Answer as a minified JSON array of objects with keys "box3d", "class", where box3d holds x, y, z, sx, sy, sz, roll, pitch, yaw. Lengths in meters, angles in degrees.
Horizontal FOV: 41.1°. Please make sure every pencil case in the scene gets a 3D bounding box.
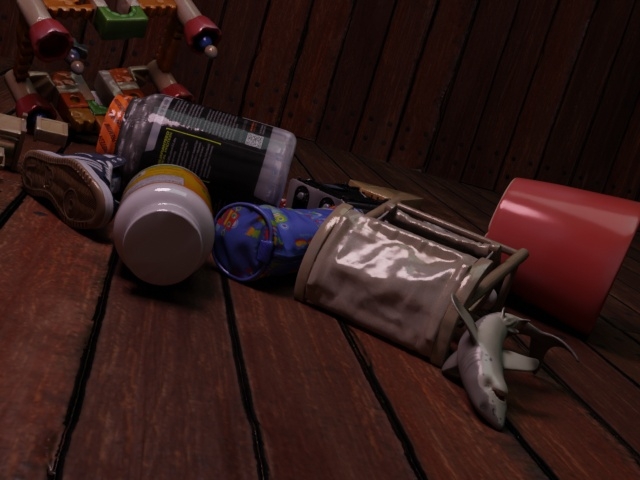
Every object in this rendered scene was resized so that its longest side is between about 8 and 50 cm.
[{"box3d":[-0.037,0.000,1.383,0.133,0.119,0.306,18,11,33],"class":"pencil case"}]

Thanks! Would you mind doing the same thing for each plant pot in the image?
[{"box3d":[0.447,0.013,1.619,0.243,0.274,0.275,23,13,18],"class":"plant pot"}]

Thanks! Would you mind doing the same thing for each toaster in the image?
[{"box3d":[0.037,-0.054,1.760,0.186,0.110,0.168,3,18,-47],"class":"toaster"}]

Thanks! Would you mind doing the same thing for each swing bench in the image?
[{"box3d":[0.141,0.050,1.295,0.253,0.165,0.255,23,14,27],"class":"swing bench"}]

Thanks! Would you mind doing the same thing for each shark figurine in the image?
[{"box3d":[0.221,0.148,1.138,0.166,0.116,0.278,55,32,12],"class":"shark figurine"}]

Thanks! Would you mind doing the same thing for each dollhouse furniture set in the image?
[{"box3d":[-0.545,-0.142,1.493,0.182,0.101,0.161,12,37,-26],"class":"dollhouse furniture set"}]

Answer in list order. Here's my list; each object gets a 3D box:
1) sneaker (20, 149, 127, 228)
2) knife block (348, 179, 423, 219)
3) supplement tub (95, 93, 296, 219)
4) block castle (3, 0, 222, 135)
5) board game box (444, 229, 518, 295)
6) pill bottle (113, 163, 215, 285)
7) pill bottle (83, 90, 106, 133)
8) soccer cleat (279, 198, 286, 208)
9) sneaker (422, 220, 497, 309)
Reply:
[{"box3d":[-0.361,-0.086,1.385,0.153,0.099,0.282,3,15,-42],"class":"sneaker"},{"box3d":[0.154,-0.065,2.031,0.276,0.088,0.242,12,13,-22],"class":"knife block"},{"box3d":[-0.229,-0.146,1.577,0.338,0.207,0.207,16,12,-5],"class":"supplement tub"},{"box3d":[-0.476,-0.399,1.972,0.453,0.303,0.213,-13,58,-38],"class":"block castle"},{"box3d":[0.289,0.032,1.848,0.193,0.053,0.305,11,13,-24],"class":"board game box"},{"box3d":[-0.217,-0.021,1.193,0.136,0.136,0.245,14,12,-12],"class":"pill bottle"},{"box3d":[-0.560,-0.327,2.192,0.108,0.108,0.193,22,13,24],"class":"pill bottle"},{"box3d":[-0.081,-0.081,1.923,0.083,0.029,0.036,18,15,29],"class":"soccer cleat"},{"box3d":[0.237,0.055,1.608,0.152,0.114,0.305,28,13,-15],"class":"sneaker"}]
